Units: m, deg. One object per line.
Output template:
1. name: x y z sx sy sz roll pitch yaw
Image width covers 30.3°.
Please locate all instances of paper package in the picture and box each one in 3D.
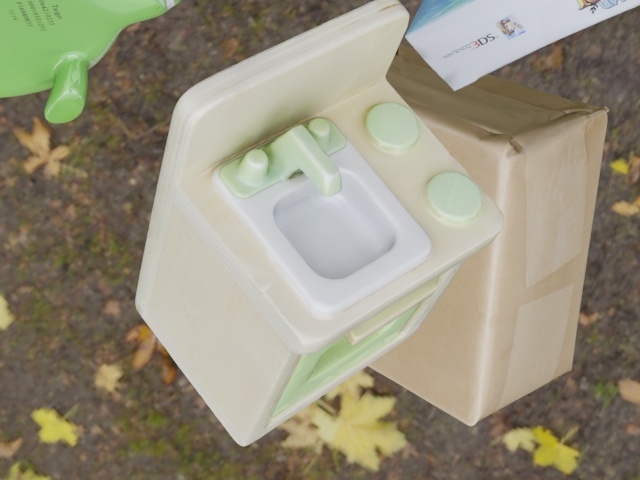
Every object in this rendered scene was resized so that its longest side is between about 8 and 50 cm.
1. paper package: 0.127 -0.018 1.277 0.309 0.168 0.324 28 127 41

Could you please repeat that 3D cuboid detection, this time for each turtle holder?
1. turtle holder: -0.265 -0.253 0.972 0.320 0.227 0.243 -19 146 28

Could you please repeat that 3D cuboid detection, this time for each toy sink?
1. toy sink: 0.000 0.000 0.687 0.131 0.153 0.234 51 150 16

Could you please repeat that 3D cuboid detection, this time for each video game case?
1. video game case: 0.197 -0.248 0.784 0.061 0.269 0.244 41 143 -22
